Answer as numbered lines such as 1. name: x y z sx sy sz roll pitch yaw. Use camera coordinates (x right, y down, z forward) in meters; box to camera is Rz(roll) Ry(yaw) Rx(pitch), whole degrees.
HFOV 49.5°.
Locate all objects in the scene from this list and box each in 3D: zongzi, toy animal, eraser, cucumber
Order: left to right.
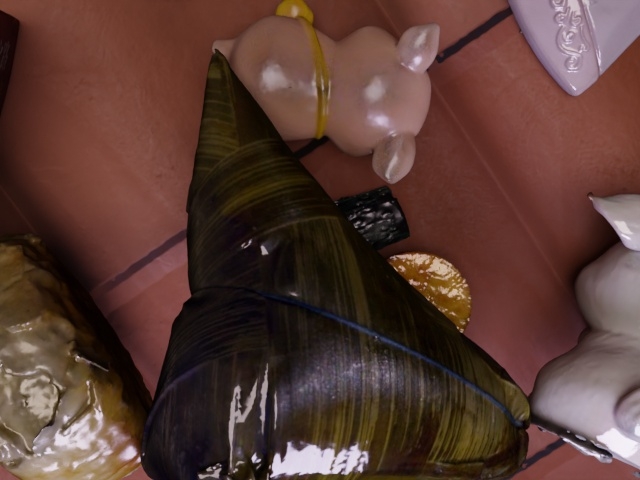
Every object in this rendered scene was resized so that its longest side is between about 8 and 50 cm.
1. toy animal: -0.001 -0.175 0.770 0.248 0.149 0.165 10 116 10
2. cucumber: 0.000 -0.001 0.831 0.212 0.062 0.077 -18 98 2
3. zongzi: 0.042 0.042 0.724 0.404 0.208 0.431 9 74 -28
4. eraser: 0.285 -0.318 0.787 0.243 0.059 0.204 41 96 -11
5. toy animal: 0.359 0.099 0.780 0.183 0.247 0.309 24 85 30

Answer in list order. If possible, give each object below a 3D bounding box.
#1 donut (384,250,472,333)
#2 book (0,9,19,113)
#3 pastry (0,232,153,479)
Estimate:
1. donut: 0.108 0.082 0.848 0.152 0.058 0.151 0 99 0
2. book: -0.387 -0.059 0.717 0.028 0.262 0.373 17 98 -16
3. pastry: -0.283 0.124 0.731 0.136 0.330 0.329 -32 98 -12
